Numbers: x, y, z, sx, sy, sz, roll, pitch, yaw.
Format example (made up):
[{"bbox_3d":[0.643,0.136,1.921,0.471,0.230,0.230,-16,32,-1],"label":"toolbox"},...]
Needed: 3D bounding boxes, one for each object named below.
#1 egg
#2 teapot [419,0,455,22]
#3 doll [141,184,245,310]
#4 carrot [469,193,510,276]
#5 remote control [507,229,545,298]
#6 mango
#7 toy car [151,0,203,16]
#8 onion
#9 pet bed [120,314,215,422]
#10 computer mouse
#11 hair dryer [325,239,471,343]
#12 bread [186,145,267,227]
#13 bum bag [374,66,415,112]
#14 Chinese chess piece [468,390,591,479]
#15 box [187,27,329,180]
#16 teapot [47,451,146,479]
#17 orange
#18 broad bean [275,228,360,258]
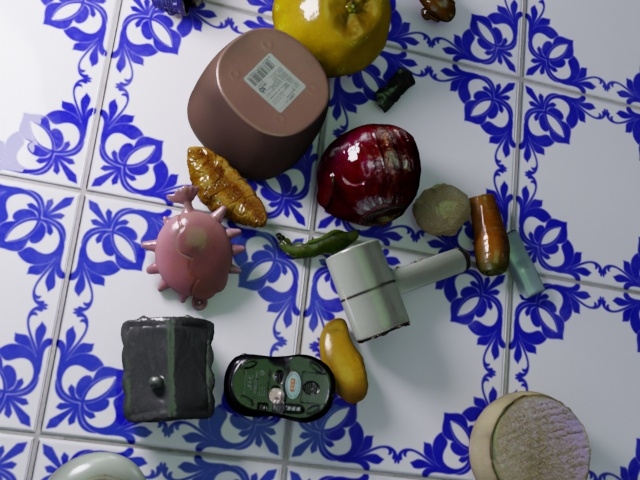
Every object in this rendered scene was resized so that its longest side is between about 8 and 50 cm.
[{"bbox_3d":[0.281,-0.069,1.939,0.140,0.118,0.116,-9,37,-10],"label":"egg"},{"bbox_3d":[0.274,-0.583,2.078,0.129,0.078,0.098,47,28,8],"label":"teapot"},{"bbox_3d":[-0.263,0.016,1.750,0.211,0.093,0.262,-15,98,-8],"label":"doll"},{"bbox_3d":[0.397,-0.015,1.974,0.087,0.087,0.194,2,73,-16],"label":"carrot"},{"bbox_3d":[0.478,0.055,2.009,0.061,0.029,0.162,-22,84,-22],"label":"remote control"},{"bbox_3d":[0.047,0.260,1.807,0.098,0.075,0.190,-9,76,-34],"label":"mango"},{"bbox_3d":[-0.348,-0.613,1.855,0.157,0.172,0.235,-4,81,-1],"label":"toy car"},{"bbox_3d":[0.099,-0.153,1.855,0.206,0.207,0.216,-7,74,-21],"label":"onion"},{"bbox_3d":[-0.301,0.249,1.659,0.183,0.159,0.211,1,78,-16],"label":"pet bed"},{"bbox_3d":[-0.086,0.302,1.747,0.233,0.096,0.137,10,70,-10],"label":"computer mouse"},{"bbox_3d":[0.202,0.079,1.884,0.362,0.128,0.203,-18,82,-27],"label":"hair dryer"},{"bbox_3d":[-0.209,-0.104,1.814,0.233,0.076,0.105,44,64,0],"label":"bread"},{"bbox_3d":[0.177,-0.362,2.012,0.058,0.034,0.124,48,69,-17],"label":"bum bag"},{"bbox_3d":[0.461,0.469,1.863,0.270,0.112,0.270,4,76,-17],"label":"Chinese chess piece"},{"bbox_3d":[-0.126,-0.304,1.815,0.300,0.216,0.301,4,75,-15],"label":"box"},{"bbox_3d":[-0.463,0.528,1.551,0.318,0.149,0.220,-28,93,-21],"label":"teapot"},{"bbox_3d":[0.029,-0.505,1.896,0.279,0.235,0.279,1,85,-14],"label":"orange"},{"bbox_3d":[-0.002,0.008,1.867,0.195,0.046,0.061,-3,81,-16],"label":"broad bean"}]
